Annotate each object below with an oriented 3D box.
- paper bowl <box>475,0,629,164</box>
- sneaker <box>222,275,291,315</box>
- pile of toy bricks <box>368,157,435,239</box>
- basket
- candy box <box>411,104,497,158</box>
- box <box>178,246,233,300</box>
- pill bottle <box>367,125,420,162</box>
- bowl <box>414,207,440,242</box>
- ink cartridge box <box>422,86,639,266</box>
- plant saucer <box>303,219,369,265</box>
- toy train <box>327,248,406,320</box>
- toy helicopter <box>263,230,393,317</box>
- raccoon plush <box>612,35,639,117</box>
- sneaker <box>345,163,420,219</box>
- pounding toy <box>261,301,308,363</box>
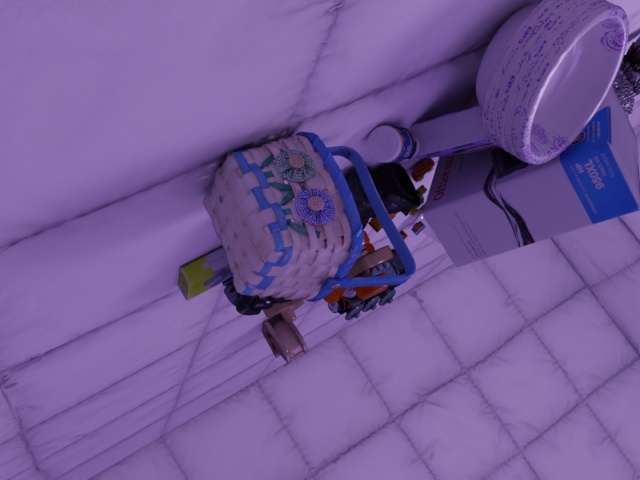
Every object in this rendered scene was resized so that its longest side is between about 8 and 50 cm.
[{"bbox_3d":[0.375,-0.284,1.234,0.284,0.148,0.284,-33,145,-27],"label":"paper bowl"},{"bbox_3d":[-0.117,0.050,1.338,0.153,0.101,0.268,-32,141,-2],"label":"sneaker"},{"bbox_3d":[0.210,-0.089,1.701,0.212,0.118,0.105,-45,165,5],"label":"pile of toy bricks"},{"bbox_3d":[-0.008,-0.032,1.108,0.289,0.255,0.201,-6,150,-41],"label":"basket"},{"bbox_3d":[0.305,-0.213,1.425,0.196,0.070,0.165,-9,180,-43],"label":"candy box"},{"bbox_3d":[-0.189,0.047,1.424,0.178,0.042,0.109,-27,166,-22],"label":"box"},{"bbox_3d":[0.140,-0.176,1.348,0.067,0.067,0.120,-40,166,26],"label":"pill bottle"},{"bbox_3d":[0.367,-0.070,2.181,0.142,0.142,0.053,-47,-160,31],"label":"bowl"},{"bbox_3d":[0.436,-0.137,1.522,0.395,0.166,0.285,-21,-153,32],"label":"ink cartridge box"},{"bbox_3d":[0.000,0.000,1.699,0.310,0.050,0.310,-33,167,-9],"label":"plant saucer"},{"bbox_3d":[0.164,0.142,2.442,0.334,0.142,0.190,-18,148,-44],"label":"toy train"},{"bbox_3d":[0.016,0.097,1.784,0.355,0.140,0.235,-27,179,18],"label":"toy helicopter"},{"bbox_3d":[0.643,-0.385,1.735,0.446,0.216,0.299,-62,152,-4],"label":"raccoon plush"},{"bbox_3d":[0.105,-0.095,1.535,0.130,0.109,0.286,-31,164,33],"label":"sneaker"},{"bbox_3d":[-0.084,0.294,2.321,0.155,0.154,0.269,-30,167,-16],"label":"pounding toy"}]
